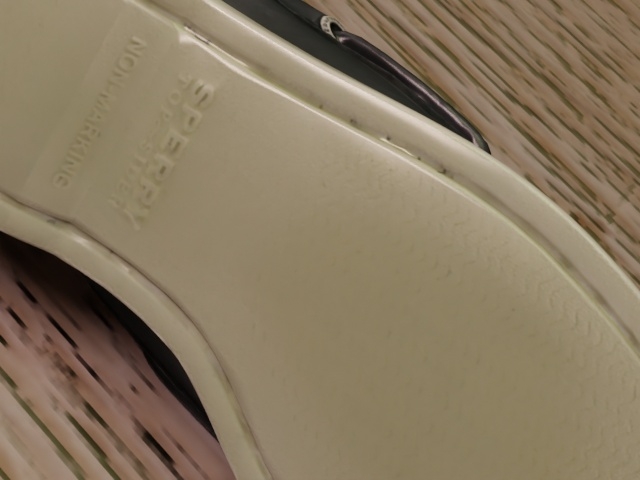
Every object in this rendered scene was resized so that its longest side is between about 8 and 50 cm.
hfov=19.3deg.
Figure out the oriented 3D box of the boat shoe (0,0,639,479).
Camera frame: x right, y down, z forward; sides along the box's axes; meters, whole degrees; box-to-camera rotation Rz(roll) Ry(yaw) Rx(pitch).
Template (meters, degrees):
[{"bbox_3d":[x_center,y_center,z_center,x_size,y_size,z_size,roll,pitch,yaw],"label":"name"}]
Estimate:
[{"bbox_3d":[-0.003,0.003,0.553,0.340,0.127,0.113,35,16,7],"label":"boat shoe"}]
